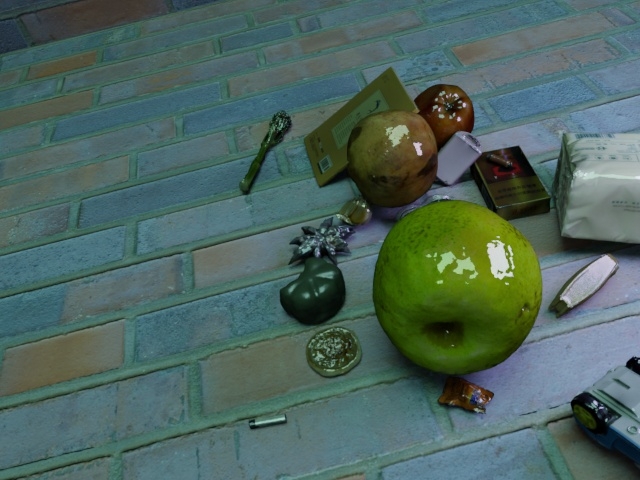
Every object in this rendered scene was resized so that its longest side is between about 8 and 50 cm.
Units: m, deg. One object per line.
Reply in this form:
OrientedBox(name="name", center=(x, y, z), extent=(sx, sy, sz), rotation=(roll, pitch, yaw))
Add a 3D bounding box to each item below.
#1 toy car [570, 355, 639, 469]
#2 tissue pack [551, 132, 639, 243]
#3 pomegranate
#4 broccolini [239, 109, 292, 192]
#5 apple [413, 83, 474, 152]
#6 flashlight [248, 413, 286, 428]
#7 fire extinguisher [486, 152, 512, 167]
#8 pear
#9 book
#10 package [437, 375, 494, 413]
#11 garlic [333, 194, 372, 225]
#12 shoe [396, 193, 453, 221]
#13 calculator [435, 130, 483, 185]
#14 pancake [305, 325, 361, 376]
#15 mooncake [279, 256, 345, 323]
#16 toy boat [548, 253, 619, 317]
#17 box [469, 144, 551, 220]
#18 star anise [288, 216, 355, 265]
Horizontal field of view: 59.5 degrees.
OrientedBox(name="toy car", center=(0.629, 0.359, 1.036), extent=(0.198, 0.165, 0.314), rotation=(-30, 32, -15))
OrientedBox(name="tissue pack", center=(0.803, -0.137, 1.415), extent=(0.381, 0.207, 0.297), rotation=(6, 34, 16))
OrientedBox(name="pomegranate", center=(0.199, -0.235, 1.565), extent=(0.282, 0.281, 0.281), rotation=(-6, 47, 6))
OrientedBox(name="broccolini", center=(-0.187, -0.315, 1.902), extent=(0.079, 0.073, 0.391), rotation=(0, 46, 21))
OrientedBox(name="apple", center=(0.372, -0.376, 1.738), extent=(0.234, 0.233, 0.233), rotation=(-6, 47, 6))
OrientedBox(name="flashlight", center=(-0.118, 0.405, 1.255), extent=(0.084, 0.018, 0.018), rotation=(-11, 47, 1))
OrientedBox(name="fire extinguisher", center=(0.518, -0.228, 1.613), extent=(0.083, 0.022, 0.028), rotation=(34, 25, 34))
OrientedBox(name="pear", center=(0.297, 0.085, 1.236), extent=(0.392, 0.390, 0.390), rotation=(-6, 47, 6))
OrientedBox(name="book", center=(0.116, -0.368, 1.796), extent=(0.389, 0.032, 0.268), rotation=(-35, 43, 21))
OrientedBox(name="package", center=(0.315, 0.338, 1.218), extent=(0.111, 0.033, 0.077), rotation=(15, 62, 30))
OrientedBox(name="garlic", center=(0.106, -0.085, 1.629), extent=(0.113, 0.074, 0.094), rotation=(30, 88, 40))
OrientedBox(name="shoe", center=(0.304, -0.063, 1.573), extent=(0.169, 0.071, 0.099), rotation=(-19, 49, -1))
OrientedBox(name="calculator", center=(0.396, -0.241, 1.657), extent=(0.100, 0.175, 0.032), rotation=(40, 29, 0))
OrientedBox(name="pancake", center=(0.031, 0.266, 1.351), extent=(0.140, 0.022, 0.139), rotation=(-6, 48, 7))
OrientedBox(name="mooncake", center=(-0.022, 0.123, 1.445), extent=(0.169, 0.104, 0.175), rotation=(-9, 43, 12))
OrientedBox(name="toy boat", center=(0.630, 0.106, 1.341), extent=(0.206, 0.072, 0.064), rotation=(-37, 66, -8))
OrientedBox(name="box", center=(0.543, -0.168, 1.617), extent=(0.160, 0.071, 0.240), rotation=(-12, 47, 4))
OrientedBox(name="star anise", center=(0.000, 0.000, 1.579), extent=(0.205, 0.061, 0.180), rotation=(-12, 46, 1))
